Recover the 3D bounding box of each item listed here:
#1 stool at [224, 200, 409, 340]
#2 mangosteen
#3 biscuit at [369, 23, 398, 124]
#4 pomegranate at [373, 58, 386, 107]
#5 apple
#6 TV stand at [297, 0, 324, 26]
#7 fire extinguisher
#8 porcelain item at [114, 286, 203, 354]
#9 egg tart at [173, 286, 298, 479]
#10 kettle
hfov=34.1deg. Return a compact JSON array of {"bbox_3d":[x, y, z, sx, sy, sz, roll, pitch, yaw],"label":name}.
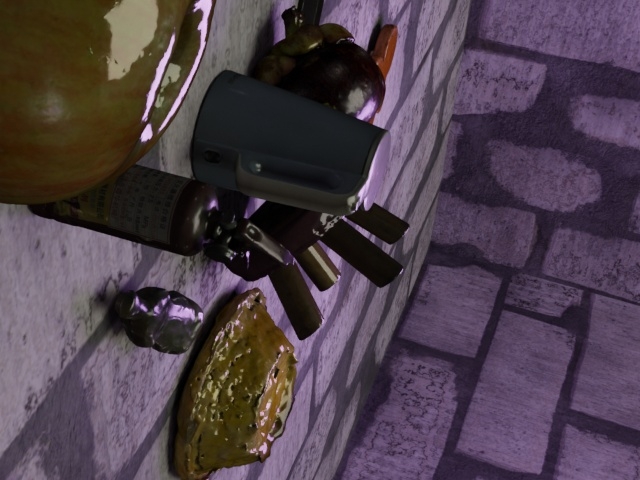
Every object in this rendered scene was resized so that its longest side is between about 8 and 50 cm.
[{"bbox_3d":[0.000,0.000,1.598,0.272,0.178,0.272,-39,-166,12],"label":"stool"},{"bbox_3d":[-0.012,-0.242,1.561,0.217,0.192,0.192,62,21,-4],"label":"mangosteen"},{"bbox_3d":[0.104,-0.317,2.238,0.205,0.049,0.324,61,47,-74],"label":"biscuit"},{"bbox_3d":[0.039,-0.272,1.887,0.159,0.129,0.129,-30,164,1],"label":"pomegranate"},{"bbox_3d":[-0.202,-0.155,0.685,0.264,0.264,0.265,16,90,-78],"label":"apple"},{"bbox_3d":[-0.006,-0.391,1.671,0.049,0.040,0.257,-33,138,-72],"label":"TV stand"},{"bbox_3d":[-0.146,-0.028,1.011,0.106,0.252,0.075,22,82,-79],"label":"fire extinguisher"},{"bbox_3d":[-0.212,0.097,1.303,0.081,0.069,0.216,-61,168,-4],"label":"porcelain item"},{"bbox_3d":[-0.127,0.250,1.742,0.345,0.132,0.346,14,90,-76],"label":"egg tart"},{"bbox_3d":[-0.042,-0.114,1.392,0.210,0.243,0.160,-50,153,-59],"label":"kettle"}]
